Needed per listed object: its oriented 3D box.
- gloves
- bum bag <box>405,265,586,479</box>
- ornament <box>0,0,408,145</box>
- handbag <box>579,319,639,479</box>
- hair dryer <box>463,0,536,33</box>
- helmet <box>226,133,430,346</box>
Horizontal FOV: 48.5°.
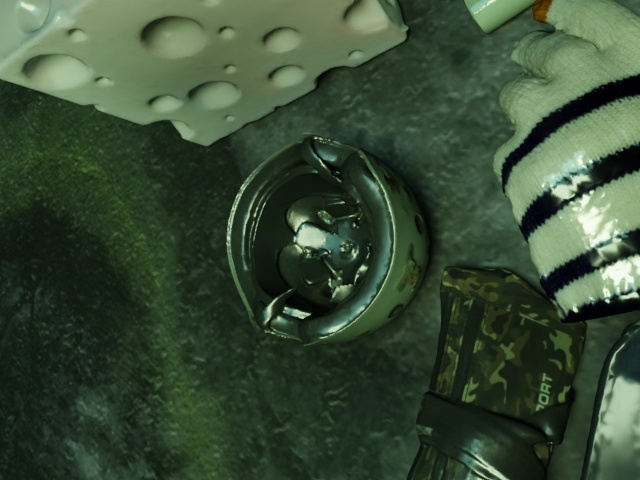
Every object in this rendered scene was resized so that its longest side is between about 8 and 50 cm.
[{"bbox_3d":[0.172,-0.067,0.446,0.140,0.131,0.219,-18,81,27],"label":"gloves"},{"bbox_3d":[0.112,0.133,0.473,0.102,0.069,0.248,1,68,35],"label":"bum bag"},{"bbox_3d":[-0.108,-0.253,0.581,0.239,0.239,0.239,-21,72,30],"label":"ornament"},{"bbox_3d":[0.274,0.212,0.343,0.303,0.122,0.330,10,89,30],"label":"handbag"},{"bbox_3d":[0.129,-0.225,0.551,0.063,0.037,0.125,-31,62,26],"label":"hair dryer"},{"bbox_3d":[0.016,0.004,0.551,0.176,0.107,0.153,20,98,52],"label":"helmet"}]
